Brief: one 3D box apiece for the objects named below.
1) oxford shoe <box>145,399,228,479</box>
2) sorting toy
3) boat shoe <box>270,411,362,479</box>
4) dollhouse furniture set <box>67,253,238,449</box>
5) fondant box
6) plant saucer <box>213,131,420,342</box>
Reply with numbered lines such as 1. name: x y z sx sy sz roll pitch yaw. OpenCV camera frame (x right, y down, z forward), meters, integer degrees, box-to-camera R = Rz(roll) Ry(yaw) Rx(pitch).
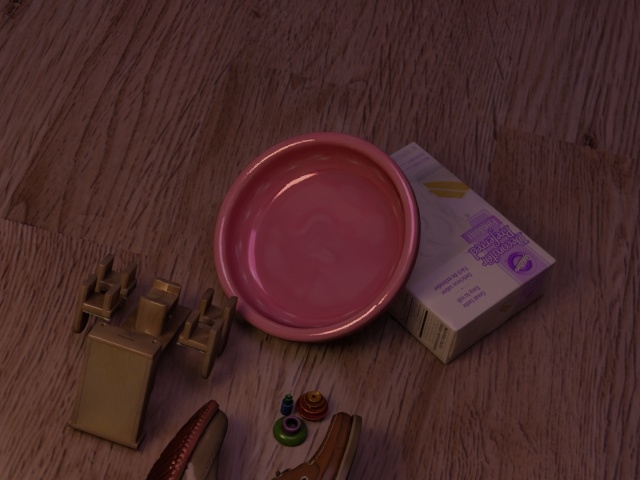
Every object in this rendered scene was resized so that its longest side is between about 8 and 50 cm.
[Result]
1. oxford shoe: -0.180 0.374 1.924 0.130 0.123 0.348 31 50 -12
2. sorting toy: -0.031 0.250 2.083 0.061 0.042 0.102 32 52 18
3. boat shoe: -0.027 0.351 1.950 0.104 0.110 0.307 19 49 6
4. dollhouse furniture set: -0.265 0.164 2.087 0.212 0.161 0.242 18 27 6
5. fondant box: 0.175 0.012 2.291 0.238 0.096 0.330 -32 62 -31
6. plant saucer: 0.000 0.000 2.196 0.332 0.084 0.332 -6 73 19
